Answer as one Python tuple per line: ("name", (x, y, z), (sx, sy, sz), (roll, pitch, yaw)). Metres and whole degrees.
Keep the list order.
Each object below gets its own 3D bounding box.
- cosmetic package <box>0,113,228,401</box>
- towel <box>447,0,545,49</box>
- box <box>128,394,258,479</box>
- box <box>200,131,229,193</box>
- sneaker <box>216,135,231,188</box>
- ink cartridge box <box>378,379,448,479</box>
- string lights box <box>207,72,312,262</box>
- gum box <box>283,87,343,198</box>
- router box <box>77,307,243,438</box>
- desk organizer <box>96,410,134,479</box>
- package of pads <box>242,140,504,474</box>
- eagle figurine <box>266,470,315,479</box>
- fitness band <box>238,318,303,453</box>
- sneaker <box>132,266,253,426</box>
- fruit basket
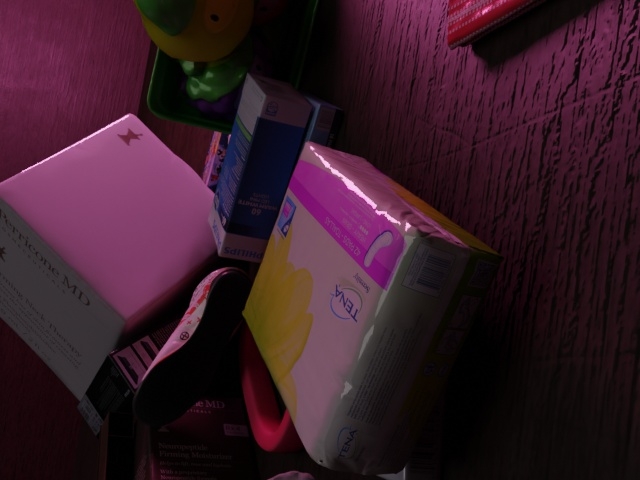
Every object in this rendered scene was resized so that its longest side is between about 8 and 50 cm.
("cosmetic package", (-0.413, 0.041, 1.354), (0.327, 0.329, 0.394), (-43, -6, -42))
("towel", (0.196, -0.343, 0.671), (0.199, 0.031, 0.275), (-15, 68, 62))
("box", (-0.210, 0.373, 1.096), (0.167, 0.168, 0.203), (-65, 28, 29))
("box", (-0.219, -0.151, 1.478), (0.159, 0.044, 0.233), (-119, 44, -67))
("sneaker", (-0.155, -0.105, 1.317), (0.094, 0.080, 0.212), (114, 164, -53))
("ink cartridge box", (0.058, 0.131, 0.752), (0.224, 0.045, 0.224), (-16, 65, 64))
("string lights box", (-0.102, -0.112, 1.078), (0.133, 0.076, 0.260), (-121, 46, -58))
("gum box", (-0.035, -0.149, 1.089), (0.184, 0.041, 0.157), (-132, 55, -62))
("router box", (-0.293, 0.227, 1.264), (0.081, 0.243, 0.309), (53, 142, 8))
("desk organizer", (-0.321, 0.338, 1.091), (0.050, 0.047, 0.130), (-57, 31, 37))
("package of pads", (0.024, 0.053, 0.681), (0.229, 0.101, 0.296), (-69, 25, 14))
("eagle figurine", (-0.058, 0.409, 0.700), (0.298, 0.226, 0.225), (-122, 9, -79))
("fitness band", (-0.058, 0.163, 1.000), (0.291, 0.054, 0.209), (-113, 38, -53))
("sneaker", (-0.195, 0.160, 1.101), (0.270, 0.090, 0.145), (-57, 10, -2))
("fruit basket", (-0.151, -0.361, 1.135), (0.392, 0.282, 0.392), (-167, 90, -81))
